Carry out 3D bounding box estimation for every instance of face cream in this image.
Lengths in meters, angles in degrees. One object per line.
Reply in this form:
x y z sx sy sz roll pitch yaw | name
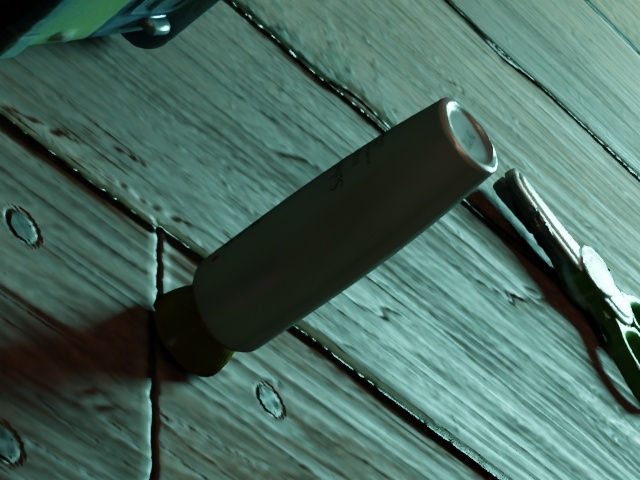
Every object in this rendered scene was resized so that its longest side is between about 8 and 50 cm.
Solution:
0.000 0.000 0.898 0.051 0.182 0.072 49 25 -11 | face cream

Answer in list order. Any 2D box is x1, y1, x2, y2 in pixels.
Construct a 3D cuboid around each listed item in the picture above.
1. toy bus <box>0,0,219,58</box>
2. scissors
-0.055 -0.230 0.934 0.152 0.312 0.190 57 25 6 | toy bus
0.195 0.030 1.392 0.204 0.027 0.101 51 24 -12 | scissors
